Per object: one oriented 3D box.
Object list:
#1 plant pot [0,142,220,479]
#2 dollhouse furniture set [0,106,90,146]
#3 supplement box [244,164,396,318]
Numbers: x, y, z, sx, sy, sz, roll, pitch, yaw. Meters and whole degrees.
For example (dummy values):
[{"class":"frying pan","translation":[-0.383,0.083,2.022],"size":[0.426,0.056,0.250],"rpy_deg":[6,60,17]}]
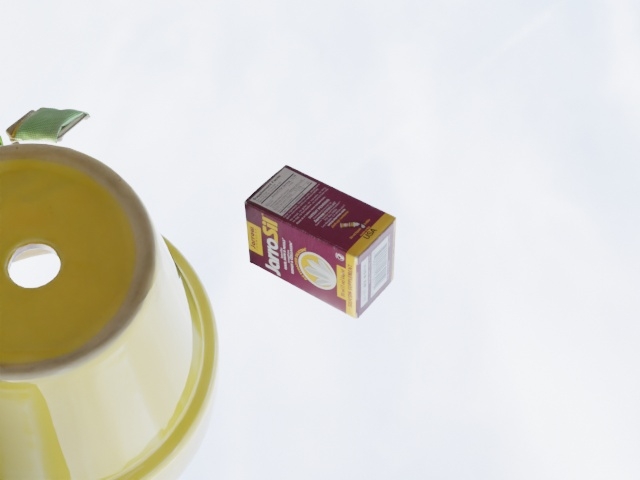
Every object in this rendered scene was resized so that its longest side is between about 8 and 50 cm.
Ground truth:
[{"class":"plant pot","translation":[-0.193,0.062,0.749],"size":[0.254,0.239,0.254],"rpy_deg":[3,-116,-7]},{"class":"dollhouse furniture set","translation":[-0.318,-0.119,1.109],"size":[0.076,0.059,0.152],"rpy_deg":[2,-145,29]},{"class":"supplement box","translation":[0.000,0.000,0.637],"size":[0.083,0.055,0.043],"rpy_deg":[26,-128,26]}]
